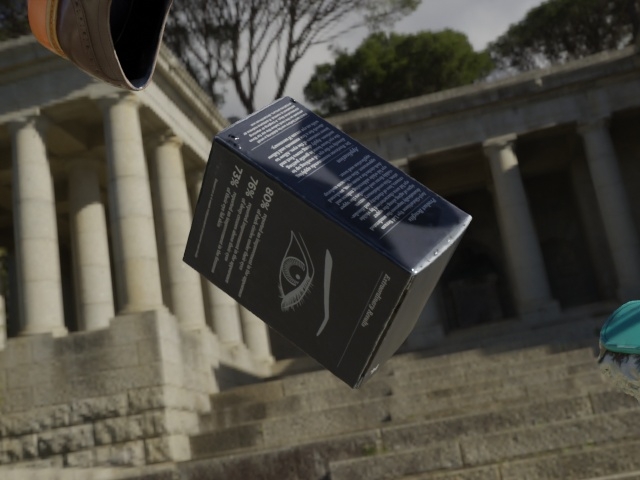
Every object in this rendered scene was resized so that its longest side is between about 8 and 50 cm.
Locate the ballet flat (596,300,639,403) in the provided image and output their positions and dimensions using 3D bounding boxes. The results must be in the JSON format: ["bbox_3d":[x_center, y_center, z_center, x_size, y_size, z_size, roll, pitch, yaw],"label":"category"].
[{"bbox_3d":[0.402,0.106,0.694,0.147,0.146,0.409,-2,-3,-24],"label":"ballet flat"}]

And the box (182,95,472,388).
[{"bbox_3d":[0.000,0.000,0.761,0.108,0.207,0.153,-39,-21,-45],"label":"box"}]

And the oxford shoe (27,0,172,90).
[{"bbox_3d":[-0.151,-0.303,0.752,0.130,0.133,0.363,-27,-34,-46],"label":"oxford shoe"}]
